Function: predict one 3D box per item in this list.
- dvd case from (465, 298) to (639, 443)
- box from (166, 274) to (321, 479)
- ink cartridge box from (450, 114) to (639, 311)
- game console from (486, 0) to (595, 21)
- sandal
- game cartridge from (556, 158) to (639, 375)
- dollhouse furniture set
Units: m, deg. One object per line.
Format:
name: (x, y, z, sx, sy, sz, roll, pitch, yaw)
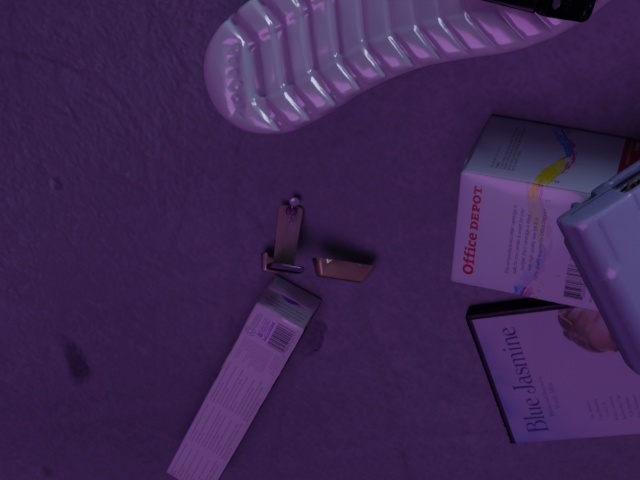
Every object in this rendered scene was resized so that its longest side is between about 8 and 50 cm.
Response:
dvd case: (0.297, 0.133, 1.396, 0.253, 0.022, 0.180, -9, 118, 27)
box: (-0.095, 0.177, 1.556, 0.067, 0.063, 0.324, 30, 128, 3)
ink cartridge box: (0.225, -0.026, 1.253, 0.176, 0.127, 0.128, 12, 124, 14)
game console: (0.186, -0.250, 1.086, 0.071, 0.107, 0.122, 11, 100, -20)
sandal: (0.085, -0.227, 1.194, 0.416, 0.102, 0.169, -19, 95, 13)
game cartridge: (0.369, -0.015, 1.149, 0.294, 0.060, 0.196, -33, 114, -5)
dollhouse furniture set: (0.000, 0.000, 1.436, 0.114, 0.091, 0.081, 9, 85, -10)
